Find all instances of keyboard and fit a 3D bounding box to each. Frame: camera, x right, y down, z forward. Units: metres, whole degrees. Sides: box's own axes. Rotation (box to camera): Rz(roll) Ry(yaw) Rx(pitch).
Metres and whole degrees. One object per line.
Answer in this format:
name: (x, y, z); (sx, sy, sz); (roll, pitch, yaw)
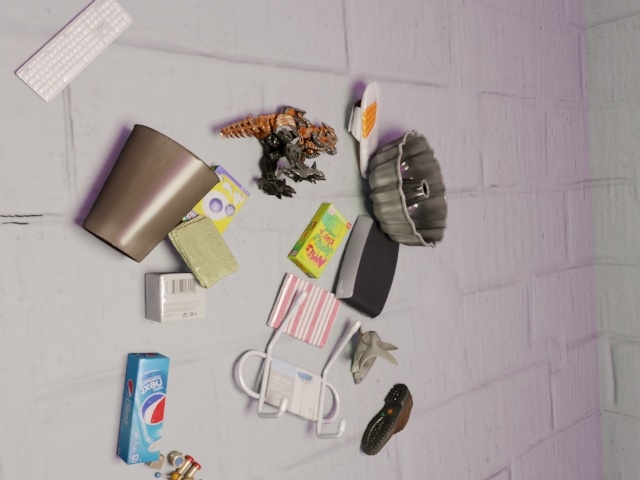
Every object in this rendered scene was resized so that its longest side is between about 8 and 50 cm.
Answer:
keyboard: (-0.474, -0.382, 1.046); (0.072, 0.014, 0.256); (46, 64, -28)

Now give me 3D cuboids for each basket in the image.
basket: (-0.349, -0.084, 1.060); (0.204, 0.154, 0.227); (32, 75, 1)

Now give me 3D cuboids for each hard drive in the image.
hard drive: (0.140, 0.072, 1.485); (0.172, 0.054, 0.254); (33, 63, -34)

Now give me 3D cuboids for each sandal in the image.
sandal: (0.112, -0.300, 1.468); (0.102, 0.076, 0.265); (-32, 131, -49)

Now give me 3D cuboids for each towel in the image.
towel: (-0.246, 0.021, 1.132); (0.110, 0.027, 0.148); (-33, 89, -44)
towel: (-0.039, 0.184, 1.381); (0.197, 0.029, 0.144); (30, 75, -34)

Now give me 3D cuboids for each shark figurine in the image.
shark figurine: (0.153, 0.282, 1.401); (0.116, 0.278, 0.166); (10, 67, -1)

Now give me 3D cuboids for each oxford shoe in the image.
oxford shoe: (0.205, 0.532, 1.537); (0.227, 0.083, 0.096); (-46, 121, -27)

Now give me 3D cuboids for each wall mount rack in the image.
wall mount rack: (-0.027, 0.313, 1.328); (0.350, 0.130, 0.304); (33, 51, -35)

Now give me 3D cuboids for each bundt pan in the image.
bundt pan: (0.238, -0.134, 1.494); (0.331, 0.124, 0.331); (20, 66, -54)

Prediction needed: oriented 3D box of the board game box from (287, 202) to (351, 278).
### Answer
board game box: (0.000, 0.000, 1.398); (0.092, 0.043, 0.181); (46, 64, -29)

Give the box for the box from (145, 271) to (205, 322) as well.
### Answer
box: (-0.307, 0.118, 1.131); (0.101, 0.087, 0.102); (0, 91, -39)

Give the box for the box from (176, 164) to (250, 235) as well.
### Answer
box: (-0.249, -0.071, 1.205); (0.105, 0.043, 0.179); (44, 67, -29)

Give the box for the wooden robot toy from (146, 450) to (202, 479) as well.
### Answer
wooden robot toy: (-0.291, 0.509, 1.151); (0.076, 0.079, 0.173); (-49, 118, -27)

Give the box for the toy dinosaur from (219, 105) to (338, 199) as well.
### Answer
toy dinosaur: (-0.091, -0.227, 1.292); (0.322, 0.164, 0.218); (-4, 78, -20)

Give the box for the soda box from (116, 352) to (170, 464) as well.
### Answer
soda box: (-0.364, 0.341, 1.098); (0.067, 0.071, 0.210); (8, 85, -37)
